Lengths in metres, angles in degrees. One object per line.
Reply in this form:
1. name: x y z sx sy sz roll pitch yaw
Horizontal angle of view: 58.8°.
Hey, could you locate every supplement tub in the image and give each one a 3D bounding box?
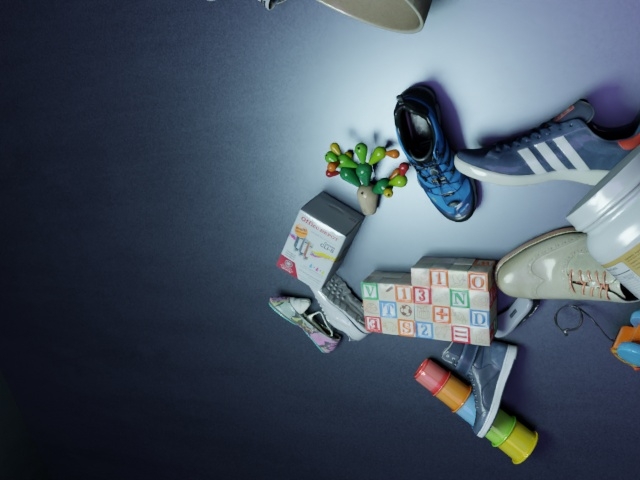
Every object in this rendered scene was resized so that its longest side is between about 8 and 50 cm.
1. supplement tub: 0.572 0.004 0.879 0.316 0.228 0.228 46 126 12

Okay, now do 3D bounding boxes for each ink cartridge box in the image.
1. ink cartridge box: 0.000 0.000 1.354 0.128 0.127 0.176 31 123 10

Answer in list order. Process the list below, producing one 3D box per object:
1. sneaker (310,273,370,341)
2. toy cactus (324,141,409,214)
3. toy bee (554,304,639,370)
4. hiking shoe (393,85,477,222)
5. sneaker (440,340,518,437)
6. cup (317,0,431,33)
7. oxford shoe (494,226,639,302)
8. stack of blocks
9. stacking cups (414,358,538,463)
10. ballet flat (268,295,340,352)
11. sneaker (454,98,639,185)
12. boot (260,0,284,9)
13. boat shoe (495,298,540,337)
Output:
1. sneaker: 0.034 0.163 1.449 0.235 0.090 0.095 49 134 -1
2. toy cactus: 0.099 -0.129 1.256 0.219 0.112 0.180 13 136 27
3. toy bee: 0.658 0.207 1.138 0.195 0.298 0.162 -47 121 2
4. hiking shoe: 0.222 -0.160 1.163 0.113 0.132 0.304 -22 103 33
5. sneaker: 0.350 0.331 1.336 0.163 0.086 0.226 17 88 14
6. cup: 0.079 -0.540 0.967 0.331 0.331 0.237 28 98 11
7. oxford shoe: 0.532 0.054 1.106 0.397 0.146 0.140 -16 107 30
8. stack of blocks: 0.248 0.131 1.311 0.297 0.087 0.171 2 107 28
9. stacking cups: 0.380 0.407 1.404 0.316 0.096 0.096 39 125 9
10. ballet flat: -0.034 0.206 1.515 0.221 0.077 0.079 42 107 -4
11. sneaker: 0.429 -0.187 1.057 0.350 0.131 0.148 2 117 15
12. boot: -0.141 -0.533 1.177 0.258 0.095 0.123 -19 98 31
13. boat shoe: 0.439 0.173 1.276 0.040 0.049 0.142 5 137 -25
